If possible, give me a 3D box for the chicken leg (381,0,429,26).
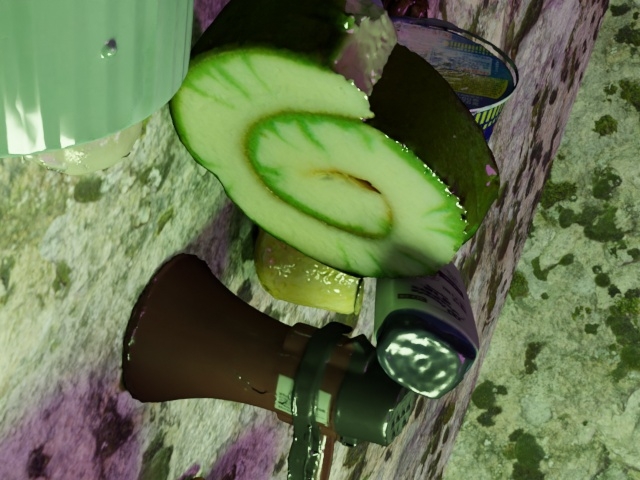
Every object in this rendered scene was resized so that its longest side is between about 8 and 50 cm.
[{"bbox_3d":[0.137,-0.383,1.625,0.125,0.081,0.196,-41,135,-69],"label":"chicken leg"}]

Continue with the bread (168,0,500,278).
[{"bbox_3d":[0.018,-0.117,1.133,0.129,0.366,0.382,-59,163,-29],"label":"bread"}]

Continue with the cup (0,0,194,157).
[{"bbox_3d":[-0.169,-0.289,0.619,0.401,0.310,0.392,-15,131,-24],"label":"cup"}]

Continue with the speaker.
[{"bbox_3d":[-0.069,0.194,1.235,0.259,0.330,0.198,-67,158,2],"label":"speaker"}]

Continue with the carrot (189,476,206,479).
[{"bbox_3d":[-0.207,0.381,1.390,0.191,0.047,0.047,-55,151,-48],"label":"carrot"}]

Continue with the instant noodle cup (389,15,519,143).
[{"bbox_3d":[0.126,-0.133,1.553,0.284,0.284,0.312,-48,154,-46],"label":"instant noodle cup"}]

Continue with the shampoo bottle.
[{"bbox_3d":[0.130,0.088,1.246,0.078,0.134,0.359,-56,-175,14],"label":"shampoo bottle"}]

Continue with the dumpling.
[{"bbox_3d":[-0.217,-0.131,0.923,0.199,0.118,0.136,-72,175,-77],"label":"dumpling"}]

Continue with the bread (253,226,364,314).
[{"bbox_3d":[-0.003,0.003,1.430,0.197,0.171,0.197,18,90,-85],"label":"bread"}]

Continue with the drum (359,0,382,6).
[{"bbox_3d":[0.023,-0.329,1.416,0.253,0.049,0.130,-48,146,-47],"label":"drum"}]
